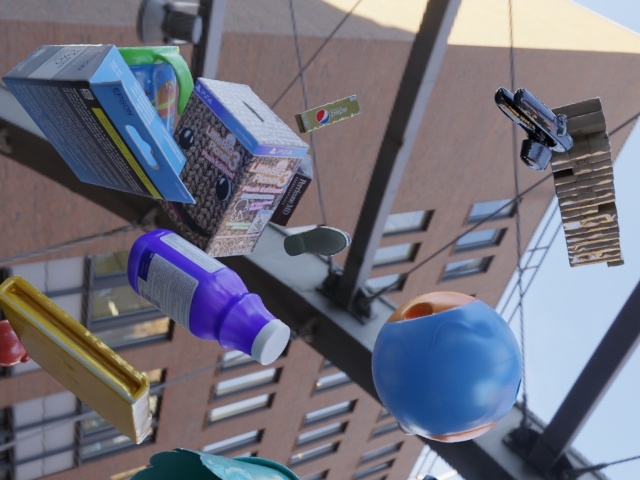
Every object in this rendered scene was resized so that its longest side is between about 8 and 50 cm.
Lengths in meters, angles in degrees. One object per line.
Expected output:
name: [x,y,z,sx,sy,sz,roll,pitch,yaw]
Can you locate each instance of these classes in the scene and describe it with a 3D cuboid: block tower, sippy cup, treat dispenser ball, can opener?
block tower: [0.444,-0.078,1.124,0.097,0.335,0.091,-11,-131,22]
sippy cup: [-0.431,-0.325,1.525,0.305,0.240,0.224,-148,-127,-60]
treat dispenser ball: [0.244,0.243,1.304,0.288,0.288,0.288,18,-68,54]
can opener: [0.273,-0.146,0.841,0.059,0.186,0.073,6,-103,34]

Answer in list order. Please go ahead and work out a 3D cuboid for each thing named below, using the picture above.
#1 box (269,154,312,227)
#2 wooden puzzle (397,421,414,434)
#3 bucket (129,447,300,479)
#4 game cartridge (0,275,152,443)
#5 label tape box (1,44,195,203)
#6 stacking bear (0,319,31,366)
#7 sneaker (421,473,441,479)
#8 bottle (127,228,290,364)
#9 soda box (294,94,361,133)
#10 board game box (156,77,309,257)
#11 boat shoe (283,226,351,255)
box: [-0.232,-0.201,1.887,0.143,0.381,0.191,-96,-149,-52]
wooden puzzle: [0.195,0.355,1.638,0.044,0.221,0.239,-16,-109,14]
bucket: [-0.140,0.426,0.910,0.281,0.183,0.281,-19,-119,38]
game cartridge: [-0.409,0.219,1.149,0.285,0.053,0.324,37,-28,7]
label tape box: [-0.360,-0.207,1.169,0.347,0.115,0.249,11,-38,37]
stacking bear: [-0.809,0.249,1.514,0.164,0.289,0.175,119,-41,-61]
sneaker: [0.224,0.585,1.424,0.262,0.104,0.125,-54,164,-81]
bottle: [-0.174,0.089,1.026,0.283,0.092,0.118,29,-56,25]
soda box: [0.021,-0.362,1.916,0.061,0.181,0.058,-163,-127,-71]
board game box: [-0.199,-0.148,1.401,0.232,0.141,0.291,47,-59,29]
boat shoe: [0.000,0.000,1.841,0.227,0.068,0.081,-4,-82,42]
